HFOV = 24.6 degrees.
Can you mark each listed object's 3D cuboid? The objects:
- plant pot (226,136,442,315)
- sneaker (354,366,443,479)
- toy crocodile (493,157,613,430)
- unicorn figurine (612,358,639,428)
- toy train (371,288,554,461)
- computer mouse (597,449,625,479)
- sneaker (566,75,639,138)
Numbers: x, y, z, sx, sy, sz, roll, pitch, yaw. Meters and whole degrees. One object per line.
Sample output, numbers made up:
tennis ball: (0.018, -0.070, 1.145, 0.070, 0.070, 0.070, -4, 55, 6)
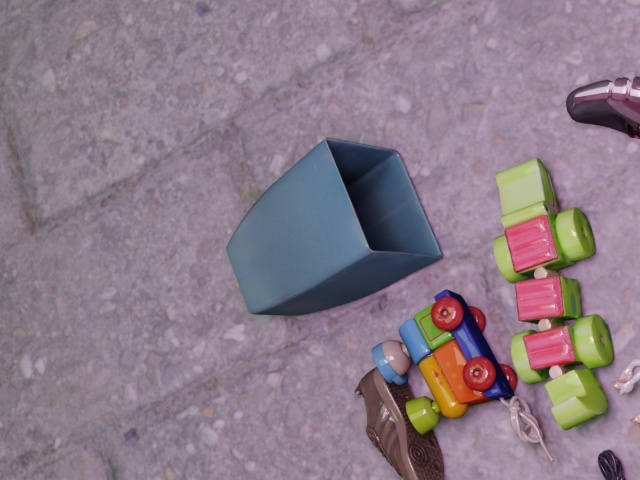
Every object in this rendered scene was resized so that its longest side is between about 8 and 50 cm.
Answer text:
plant pot: (0.000, 0.000, 1.946, 0.234, 0.165, 0.166, -33, 68, 31)
sneaker: (0.101, 0.255, 1.912, 0.071, 0.066, 0.188, -39, 59, 38)
toy crocodile: (0.278, 0.064, 1.801, 0.115, 0.105, 0.341, -16, 74, 28)
unicorn figurine: (0.405, 0.162, 1.746, 0.111, 0.060, 0.162, -33, 84, 22)
toy train: (0.172, 0.199, 1.837, 0.143, 0.105, 0.248, -33, 68, 17)
computer mouse: (0.298, 0.344, 1.787, 0.193, 0.042, 0.106, -33, 72, 16)
sneaker: (0.423, -0.108, 1.744, 0.281, 0.106, 0.163, 2, 87, 30)
